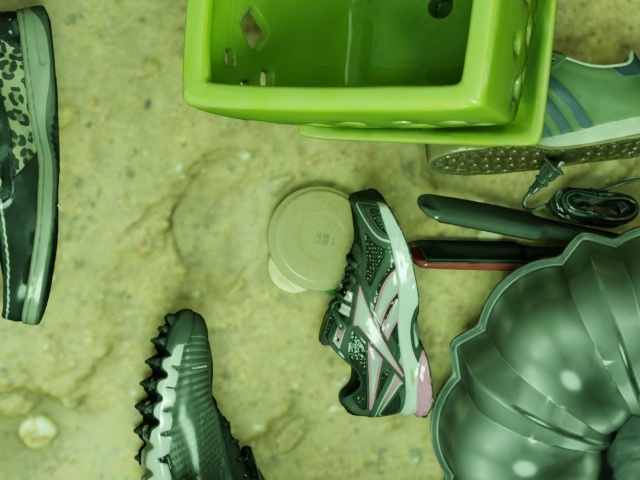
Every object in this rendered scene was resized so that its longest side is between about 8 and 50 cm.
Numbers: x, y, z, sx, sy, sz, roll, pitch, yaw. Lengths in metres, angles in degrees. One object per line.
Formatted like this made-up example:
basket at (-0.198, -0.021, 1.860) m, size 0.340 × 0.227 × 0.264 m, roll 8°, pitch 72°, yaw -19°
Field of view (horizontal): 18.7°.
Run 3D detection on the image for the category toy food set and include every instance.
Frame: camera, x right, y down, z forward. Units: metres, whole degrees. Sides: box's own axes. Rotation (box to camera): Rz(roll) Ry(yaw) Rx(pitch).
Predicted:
toy food set at (0.000, 0.000, 1.472) m, size 0.083 × 0.020 × 0.083 m, roll 0°, pitch 84°, yaw -11°

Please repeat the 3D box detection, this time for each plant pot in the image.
plant pot at (0.054, -0.180, 1.382) m, size 0.228 × 0.207 × 0.227 m, roll 3°, pitch 81°, yaw 25°

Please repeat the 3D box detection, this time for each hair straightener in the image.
hair straightener at (0.184, -0.016, 1.480) m, size 0.230 × 0.047 × 0.089 m, roll 5°, pitch 114°, yaw -11°

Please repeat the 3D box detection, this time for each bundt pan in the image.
bundt pan at (0.242, 0.158, 1.398) m, size 0.331 × 0.124 × 0.330 m, roll 1°, pitch 100°, yaw 4°

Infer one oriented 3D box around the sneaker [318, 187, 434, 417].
sneaker at (0.034, 0.053, 1.439) m, size 0.077 × 0.072 × 0.178 m, roll -10°, pitch 98°, yaw -4°

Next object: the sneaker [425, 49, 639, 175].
sneaker at (0.170, -0.104, 1.500) m, size 0.192 × 0.064 × 0.086 m, roll -6°, pitch 72°, yaw -8°

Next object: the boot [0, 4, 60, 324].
boot at (-0.278, -0.054, 1.392) m, size 0.179 × 0.085 × 0.236 m, roll -1°, pitch 78°, yaw -9°

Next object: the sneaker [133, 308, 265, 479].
sneaker at (-0.082, 0.168, 1.414) m, size 0.106 × 0.078 × 0.234 m, roll 3°, pitch 88°, yaw -14°
